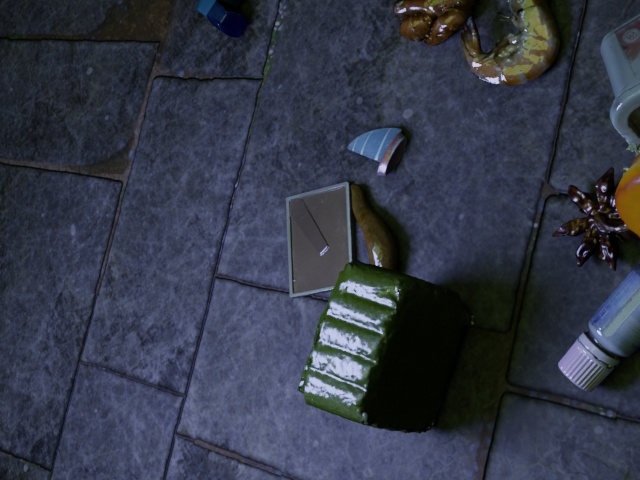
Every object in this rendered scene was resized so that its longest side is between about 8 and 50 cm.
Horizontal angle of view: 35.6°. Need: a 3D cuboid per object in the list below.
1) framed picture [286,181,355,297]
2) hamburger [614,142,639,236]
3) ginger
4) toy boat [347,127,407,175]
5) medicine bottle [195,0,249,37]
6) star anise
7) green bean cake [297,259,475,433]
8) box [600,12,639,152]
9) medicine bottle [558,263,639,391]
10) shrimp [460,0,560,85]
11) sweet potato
[{"bbox_3d":[0.000,0.000,1.887,0.150,0.015,0.203,-13,71,33],"label":"framed picture"},{"bbox_3d":[0.542,-0.082,1.393,0.246,0.246,0.170,13,64,37],"label":"hamburger"},{"bbox_3d":[0.208,-0.402,1.807,0.162,0.073,0.103,-8,71,29],"label":"ginger"},{"bbox_3d":[0.098,-0.178,1.851,0.122,0.034,0.096,29,90,39],"label":"toy boat"},{"bbox_3d":[-0.180,-0.565,2.122,0.124,0.079,0.258,24,92,41],"label":"medicine bottle"},{"bbox_3d":[0.440,-0.031,1.555,0.168,0.057,0.167,-19,62,40],"label":"star anise"},{"bbox_3d":[0.106,0.175,1.619,0.156,0.247,0.249,15,87,38],"label":"green bean cake"},{"bbox_3d":[0.566,-0.276,1.456,0.312,0.175,0.182,-32,44,26],"label":"box"},{"bbox_3d":[0.444,0.133,1.490,0.203,0.083,0.083,-51,55,12],"label":"medicine bottle"},{"bbox_3d":[0.316,-0.406,1.726,0.169,0.058,0.295,-11,76,20],"label":"shrimp"},{"bbox_3d":[0.100,-0.007,1.793,0.069,0.059,0.249,-37,54,37],"label":"sweet potato"}]
